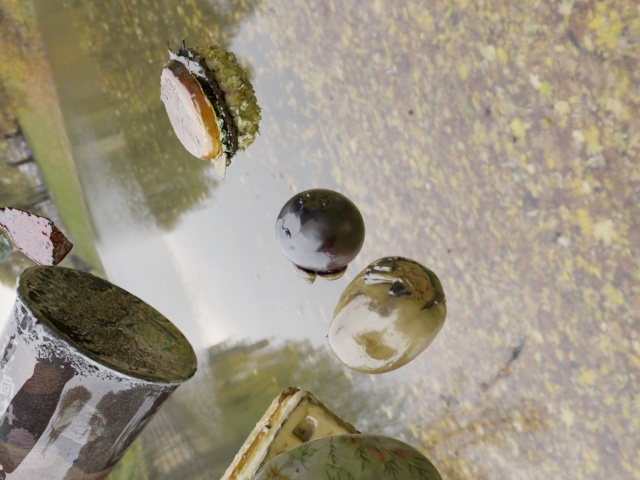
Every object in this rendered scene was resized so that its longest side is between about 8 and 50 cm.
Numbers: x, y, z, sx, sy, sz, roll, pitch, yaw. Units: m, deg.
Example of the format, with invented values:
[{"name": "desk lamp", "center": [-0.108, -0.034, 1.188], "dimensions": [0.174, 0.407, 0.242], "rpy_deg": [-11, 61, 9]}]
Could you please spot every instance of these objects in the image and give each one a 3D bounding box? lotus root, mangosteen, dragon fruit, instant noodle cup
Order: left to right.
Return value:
[{"name": "dragon fruit", "center": [-0.493, -0.017, 1.348], "dimensions": [0.131, 0.063, 0.097], "rpy_deg": [18, 116, 16]}, {"name": "instant noodle cup", "center": [-0.278, 0.167, 0.855], "dimensions": [0.217, 0.207, 0.217], "rpy_deg": [32, -170, -6]}, {"name": "mangosteen", "center": [0.000, 0.000, 1.683], "dimensions": [0.194, 0.194, 0.230], "rpy_deg": [51, 151, 46]}, {"name": "lotus root", "center": [0.095, 0.143, 1.349], "dimensions": [0.310, 0.183, 0.182], "rpy_deg": [-46, 65, 50]}]

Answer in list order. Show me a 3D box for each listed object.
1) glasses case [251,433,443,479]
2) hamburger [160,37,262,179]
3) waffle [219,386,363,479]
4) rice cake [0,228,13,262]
[{"name": "glasses case", "center": [0.042, 0.332, 0.483], "dimensions": [0.098, 0.156, 0.425], "rpy_deg": [81, 179, -60]}, {"name": "hamburger", "center": [-0.207, -0.261, 1.477], "dimensions": [0.261, 0.139, 0.243], "rpy_deg": [46, 153, 35]}, {"name": "waffle", "center": [-0.059, 0.441, 1.202], "dimensions": [0.261, 0.376, 0.114], "rpy_deg": [45, 160, -20]}, {"name": "rice cake", "center": [-0.540, -0.023, 1.151], "dimensions": [0.290, 0.081, 0.051], "rpy_deg": [26, 160, 43]}]
